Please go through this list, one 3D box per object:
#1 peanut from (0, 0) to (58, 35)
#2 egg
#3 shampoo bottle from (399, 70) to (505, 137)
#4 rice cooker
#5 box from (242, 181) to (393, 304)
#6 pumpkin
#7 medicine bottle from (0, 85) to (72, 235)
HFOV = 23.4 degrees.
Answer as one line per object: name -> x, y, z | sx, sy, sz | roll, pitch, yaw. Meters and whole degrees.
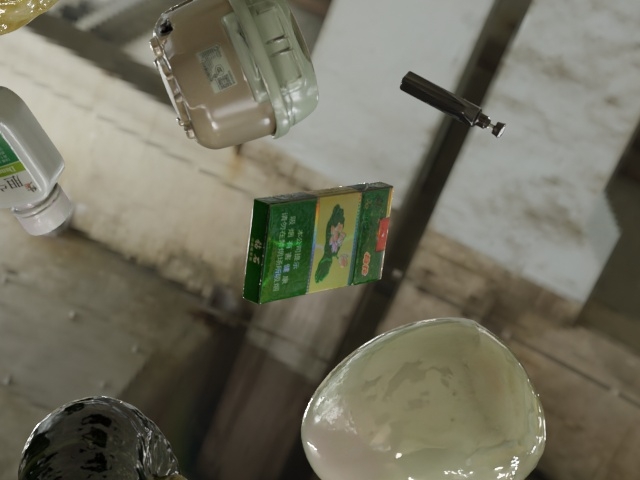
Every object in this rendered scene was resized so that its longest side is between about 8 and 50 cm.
peanut -> -0.173, -0.211, 1.008 | 0.229, 0.098, 0.103 | -40, -124, -17
egg -> 0.145, 0.257, 2.184 | 0.345, 0.283, 0.283 | -16, -142, -4
shampoo bottle -> 0.161, -0.165, 1.878 | 0.137, 0.027, 0.048 | 29, -176, 14
rice cooker -> -0.076, -0.150, 1.324 | 0.127, 0.145, 0.206 | -23, -174, -1
box -> 0.000, 0.000, 1.954 | 0.034, 0.132, 0.235 | 19, -162, 39
pumpkin -> -0.191, 0.248, 1.419 | 0.152, 0.211, 0.211 | -27, -139, 0
medicine bottle -> -0.370, -0.093, 1.838 | 0.119, 0.183, 0.069 | -8, -139, 29
